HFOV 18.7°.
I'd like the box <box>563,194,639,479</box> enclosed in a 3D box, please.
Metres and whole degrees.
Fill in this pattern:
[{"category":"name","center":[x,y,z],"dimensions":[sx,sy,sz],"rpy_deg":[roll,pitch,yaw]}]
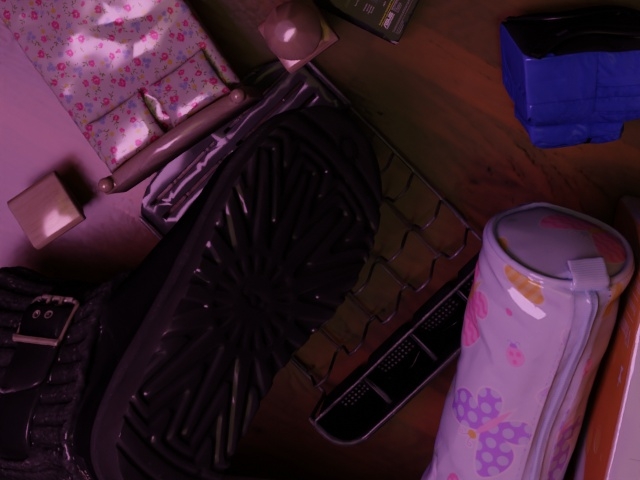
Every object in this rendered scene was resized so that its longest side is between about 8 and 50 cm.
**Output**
[{"category":"box","center":[0.283,0.163,1.476],"dimensions":[0.168,0.215,0.345],"rpy_deg":[10,101,0]}]

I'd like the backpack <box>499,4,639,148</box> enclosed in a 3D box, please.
[{"category":"backpack","center":[0.205,-0.127,1.484],"dimensions":[0.120,0.098,0.101],"rpy_deg":[-9,122,-6]}]

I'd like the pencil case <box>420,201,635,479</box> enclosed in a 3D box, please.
[{"category":"pencil case","center":[0.151,0.108,1.454],"dimensions":[0.113,0.124,0.273],"rpy_deg":[7,120,-7]}]

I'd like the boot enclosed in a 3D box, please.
[{"category":"boot","center":[-0.130,0.041,1.442],"dimensions":[0.131,0.260,0.348],"rpy_deg":[49,62,-29]}]

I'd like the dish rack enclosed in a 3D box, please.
[{"category":"dish rack","center":[0.000,0.000,1.521],"dimensions":[0.208,0.074,0.271],"rpy_deg":[-44,97,8]}]

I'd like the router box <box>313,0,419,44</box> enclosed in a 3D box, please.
[{"category":"router box","center":[0.044,-0.225,1.494],"dimensions":[0.092,0.038,0.122],"rpy_deg":[26,100,-4]}]

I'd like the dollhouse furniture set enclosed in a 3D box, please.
[{"category":"dollhouse furniture set","center":[-0.170,-0.208,1.421],"dimensions":[0.355,0.174,0.303],"rpy_deg":[-35,89,12]}]

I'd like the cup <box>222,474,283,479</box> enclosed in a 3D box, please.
[{"category":"cup","center":[-0.029,0.317,1.489],"dimensions":[0.237,0.331,0.331],"rpy_deg":[-14,102,-25]}]
